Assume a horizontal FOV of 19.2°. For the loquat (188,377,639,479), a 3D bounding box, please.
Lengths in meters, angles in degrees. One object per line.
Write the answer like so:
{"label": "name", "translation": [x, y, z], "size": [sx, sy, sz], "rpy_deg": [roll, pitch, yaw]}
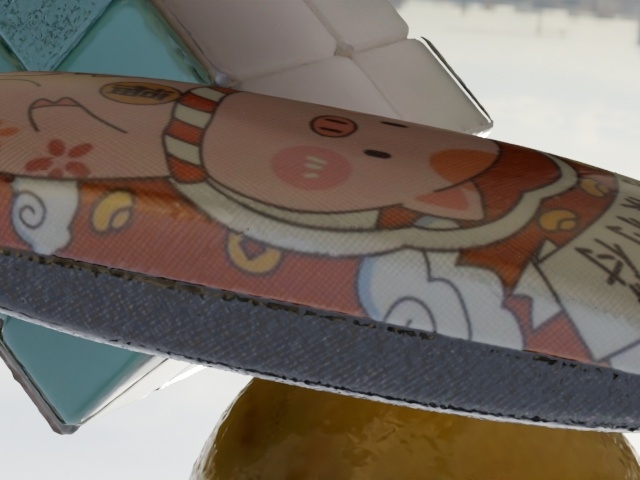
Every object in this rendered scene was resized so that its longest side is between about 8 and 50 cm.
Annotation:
{"label": "loquat", "translation": [0.057, 0.175, 1.061], "size": [0.274, 0.275, 0.275], "rpy_deg": [4, -173, -1]}

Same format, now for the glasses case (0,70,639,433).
{"label": "glasses case", "translation": [0.000, 0.000, 0.540], "size": [0.266, 0.067, 0.103], "rpy_deg": [10, -157, 6]}

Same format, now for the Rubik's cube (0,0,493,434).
{"label": "Rubik's cube", "translation": [-0.086, -0.063, 1.072], "size": [0.231, 0.225, 0.221], "rpy_deg": [-42, 170, 31]}
